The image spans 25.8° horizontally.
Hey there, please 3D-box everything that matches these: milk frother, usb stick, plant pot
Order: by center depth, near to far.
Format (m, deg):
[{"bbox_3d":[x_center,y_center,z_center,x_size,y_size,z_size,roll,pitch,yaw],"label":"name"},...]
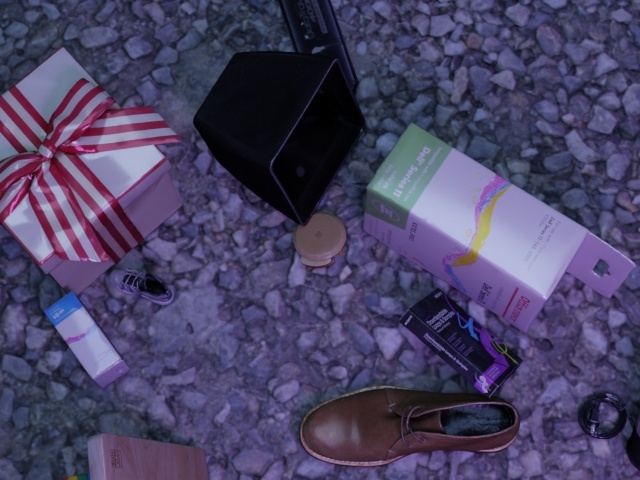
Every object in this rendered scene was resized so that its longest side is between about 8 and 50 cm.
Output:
[{"bbox_3d":[0.433,0.231,1.890,0.143,0.134,0.129,0,44,-2],"label":"milk frother"},{"bbox_3d":[-0.068,-0.162,1.989,0.167,0.187,0.188,22,73,25],"label":"plant pot"},{"bbox_3d":[-0.016,-0.335,2.102,0.077,0.045,0.278,-18,75,0],"label":"usb stick"}]

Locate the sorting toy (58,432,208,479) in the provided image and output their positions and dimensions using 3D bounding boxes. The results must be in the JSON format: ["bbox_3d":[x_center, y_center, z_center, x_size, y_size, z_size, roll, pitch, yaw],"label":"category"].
[{"bbox_3d":[-0.235,0.395,1.814,0.089,0.255,0.257,-17,71,22],"label":"sorting toy"}]

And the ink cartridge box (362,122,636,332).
[{"bbox_3d":[0.236,0.006,1.918,0.353,0.207,0.119,32,76,10],"label":"ink cartridge box"}]

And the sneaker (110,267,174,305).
[{"bbox_3d":[-0.256,0.058,1.985,0.098,0.069,0.038,17,75,6],"label":"sneaker"}]

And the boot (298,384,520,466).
[{"bbox_3d":[0.121,0.246,1.905,0.305,0.115,0.112,-4,77,2],"label":"boot"}]

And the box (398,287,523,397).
[{"bbox_3d":[0.196,0.139,1.935,0.162,0.116,0.029,39,117,11],"label":"box"}]

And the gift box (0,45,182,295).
[{"bbox_3d":[-0.333,-0.085,1.929,0.276,0.258,0.255,41,80,12],"label":"gift box"}]

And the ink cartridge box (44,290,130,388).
[{"bbox_3d":[-0.325,0.141,1.954,0.052,0.088,0.122,-37,77,-9],"label":"ink cartridge box"}]

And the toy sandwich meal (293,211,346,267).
[{"bbox_3d":[0.000,0.000,2.019,0.086,0.029,0.085,-3,65,7],"label":"toy sandwich meal"}]
